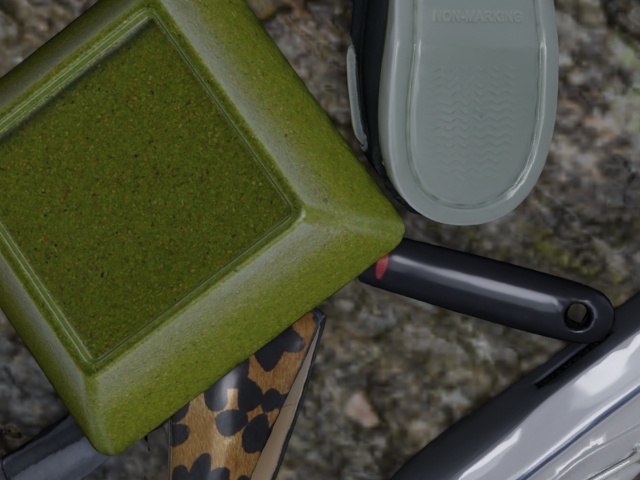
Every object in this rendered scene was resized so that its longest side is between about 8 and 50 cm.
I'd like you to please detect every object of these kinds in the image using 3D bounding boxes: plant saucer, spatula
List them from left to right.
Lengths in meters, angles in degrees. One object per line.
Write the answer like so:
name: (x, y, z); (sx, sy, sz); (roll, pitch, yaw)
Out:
plant saucer: (-0.088, -0.023, 0.883); (0.188, 0.045, 0.188); (-37, 79, 9)
spatula: (0.000, 0.000, 0.914); (0.296, 0.030, 0.084); (17, 102, 10)

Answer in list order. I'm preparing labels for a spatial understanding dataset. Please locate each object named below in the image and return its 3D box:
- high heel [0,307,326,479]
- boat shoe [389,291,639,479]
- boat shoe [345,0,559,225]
high heel: (-0.021, 0.166, 0.934); (0.186, 0.093, 0.261); (-34, 94, 10)
boat shoe: (0.127, 0.108, 0.921); (0.258, 0.095, 0.084); (-36, 96, 9)
boat shoe: (0.066, -0.162, 0.861); (0.114, 0.091, 0.302); (10, 99, -19)
